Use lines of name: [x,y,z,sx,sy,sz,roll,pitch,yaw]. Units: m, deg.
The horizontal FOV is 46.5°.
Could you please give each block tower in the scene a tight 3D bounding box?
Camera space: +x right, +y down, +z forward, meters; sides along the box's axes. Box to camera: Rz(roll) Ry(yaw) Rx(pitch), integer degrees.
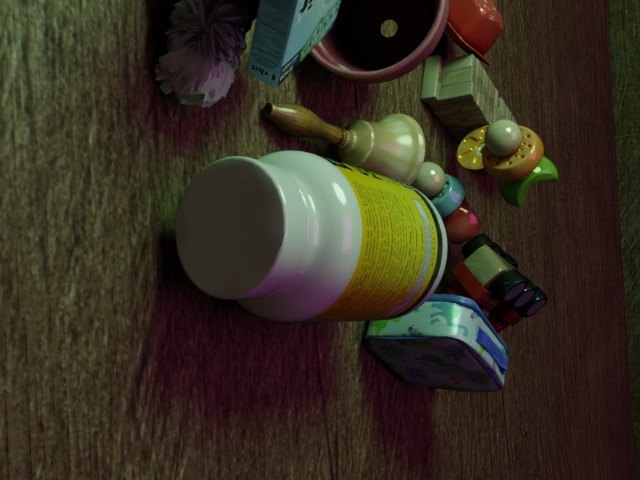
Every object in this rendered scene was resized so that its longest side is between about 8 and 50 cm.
block tower: [0.310,-0.236,1.455,0.335,0.097,0.091,34,58,-50]

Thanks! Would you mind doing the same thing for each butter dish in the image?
butter dish: [0.277,-0.422,1.359,0.160,0.118,0.160,12,41,-57]

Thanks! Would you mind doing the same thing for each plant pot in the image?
plant pot: [0.085,-0.315,1.040,0.180,0.201,0.201,-16,101,-73]

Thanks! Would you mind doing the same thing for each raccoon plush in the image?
raccoon plush: [-0.070,-0.376,0.876,0.446,0.216,0.299,-65,165,11]

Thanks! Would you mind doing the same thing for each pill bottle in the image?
pill bottle: [0.000,0.000,0.860,0.334,0.188,0.187,9,80,-57]

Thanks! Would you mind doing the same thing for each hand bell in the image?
hand bell: [0.020,-0.142,1.009,0.242,0.126,0.126,12,77,-44]

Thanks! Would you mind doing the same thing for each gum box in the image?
gum box: [-0.010,-0.273,0.765,0.157,0.041,0.184,-57,172,-43]

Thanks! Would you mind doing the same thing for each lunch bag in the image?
lunch bag: [0.185,0.160,1.142,0.219,0.176,0.090,45,51,-45]

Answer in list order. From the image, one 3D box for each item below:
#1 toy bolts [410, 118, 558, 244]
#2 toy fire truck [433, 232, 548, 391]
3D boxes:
toy bolts: [0.251,-0.134,1.286,0.158,0.228,0.218,44,10,-42]
toy fire truck: [0.274,0.142,1.345,0.158,0.246,0.217,55,15,31]
